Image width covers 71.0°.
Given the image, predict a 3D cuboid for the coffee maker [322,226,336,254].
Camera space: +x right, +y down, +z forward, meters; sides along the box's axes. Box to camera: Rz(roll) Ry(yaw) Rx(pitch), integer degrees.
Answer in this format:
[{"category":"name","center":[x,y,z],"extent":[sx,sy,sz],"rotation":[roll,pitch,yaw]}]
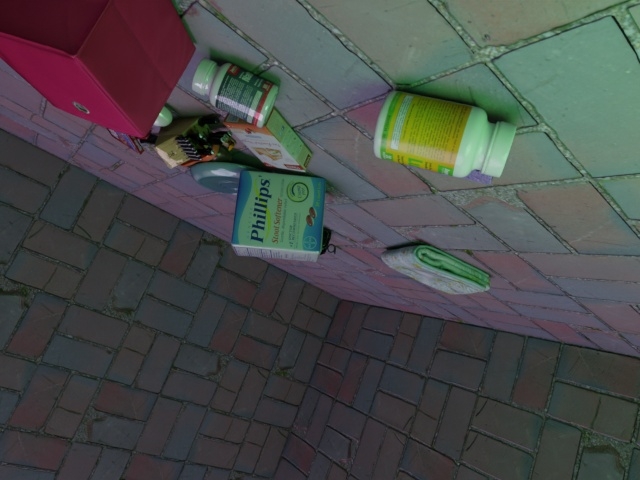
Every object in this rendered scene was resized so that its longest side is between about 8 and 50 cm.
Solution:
[{"category":"coffee maker","center":[0.000,0.000,2.119],"extent":[0.171,0.120,0.178],"rotation":[-1,169,-7]}]

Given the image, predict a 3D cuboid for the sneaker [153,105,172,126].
[{"category":"sneaker","center":[-0.558,-0.419,1.350],"extent":[0.237,0.085,0.086],"rotation":[32,-173,-32]}]

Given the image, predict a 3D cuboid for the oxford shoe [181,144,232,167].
[{"category":"oxford shoe","center":[-0.423,-0.297,1.624],"extent":[0.271,0.096,0.098],"rotation":[7,166,47]}]

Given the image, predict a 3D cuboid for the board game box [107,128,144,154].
[{"category":"board game box","center":[-0.759,-0.429,1.663],"extent":[0.145,0.027,0.281],"rotation":[34,163,6]}]

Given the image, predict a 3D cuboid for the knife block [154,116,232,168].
[{"category":"knife block","center":[-0.396,-0.340,1.428],"extent":[0.275,0.242,0.088],"rotation":[-104,-13,-53]}]

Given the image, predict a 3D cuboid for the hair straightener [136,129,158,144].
[{"category":"hair straightener","center":[-0.686,-0.391,1.754],"extent":[0.230,0.047,0.089],"rotation":[9,161,44]}]

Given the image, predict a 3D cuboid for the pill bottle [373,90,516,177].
[{"category":"pill bottle","center":[0.239,-0.201,0.875],"extent":[0.246,0.136,0.136],"rotation":[17,166,17]}]

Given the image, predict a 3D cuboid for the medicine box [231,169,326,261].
[{"category":"medicine box","center":[-0.137,-0.079,1.520],"extent":[0.290,0.263,0.149],"rotation":[5,166,-4]}]

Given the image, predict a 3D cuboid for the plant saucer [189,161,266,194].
[{"category":"plant saucer","center":[-0.327,-0.221,1.676],"extent":[0.318,0.043,0.317],"rotation":[4,171,1]}]

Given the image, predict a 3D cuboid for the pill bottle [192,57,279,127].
[{"category":"pill bottle","center":[-0.198,-0.347,1.044],"extent":[0.180,0.107,0.108],"rotation":[23,166,-8]}]

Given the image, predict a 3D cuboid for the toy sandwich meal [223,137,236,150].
[{"category":"toy sandwich meal","center":[-0.318,-0.325,1.480],"extent":[0.086,0.029,0.085],"rotation":[20,166,5]}]

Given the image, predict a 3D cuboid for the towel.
[{"category":"towel","center":[0.476,0.128,1.888],"extent":[0.375,0.090,0.320],"rotation":[25,165,-13]}]

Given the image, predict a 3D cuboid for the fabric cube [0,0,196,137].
[{"category":"fabric cube","center":[-0.451,-0.405,0.891],"extent":[0.254,0.259,0.258],"rotation":[20,166,10]}]

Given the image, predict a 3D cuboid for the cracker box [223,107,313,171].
[{"category":"cracker box","center":[-0.144,-0.287,1.281],"extent":[0.156,0.067,0.232],"rotation":[14,165,32]}]

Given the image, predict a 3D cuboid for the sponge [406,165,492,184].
[{"category":"sponge","center":[0.301,-0.190,1.050],"extent":[0.210,0.031,0.117],"rotation":[17,165,22]}]
